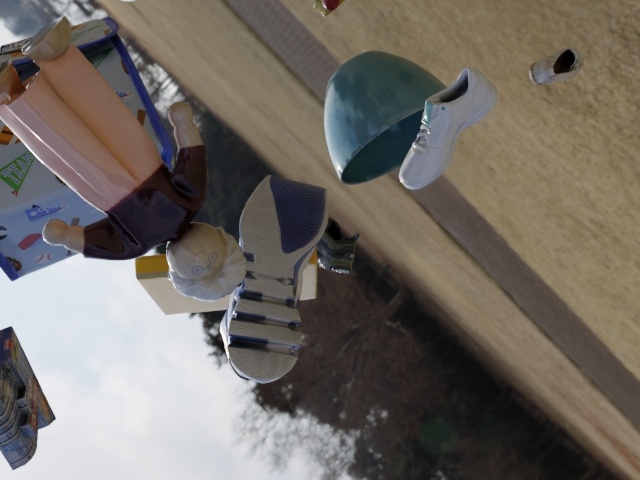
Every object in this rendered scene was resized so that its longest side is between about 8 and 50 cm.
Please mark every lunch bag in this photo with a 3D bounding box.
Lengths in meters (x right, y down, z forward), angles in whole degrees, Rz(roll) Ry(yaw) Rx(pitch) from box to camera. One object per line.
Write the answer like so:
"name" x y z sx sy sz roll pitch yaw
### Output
"lunch bag" -0.435 -0.188 1.223 0.239 0.327 0.386 92 154 -59

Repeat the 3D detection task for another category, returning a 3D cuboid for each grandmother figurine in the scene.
"grandmother figurine" -0.206 -0.056 0.809 0.342 0.207 0.104 49 -169 -30

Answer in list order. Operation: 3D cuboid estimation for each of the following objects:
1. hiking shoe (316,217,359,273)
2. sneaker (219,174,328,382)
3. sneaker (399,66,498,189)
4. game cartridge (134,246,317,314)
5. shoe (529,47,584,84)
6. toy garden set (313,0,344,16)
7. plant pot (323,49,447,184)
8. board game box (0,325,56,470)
"hiking shoe" 0.000 0.000 1.789 0.226 0.114 0.086 21 180 38
"sneaker" -0.088 0.070 1.128 0.127 0.316 0.182 16 155 -11
"sneaker" 0.184 -0.182 1.195 0.094 0.212 0.080 28 -168 -47
"game cartridge" -0.167 0.074 1.450 0.285 0.323 0.053 93 169 -71
"shoe" 0.575 -0.413 1.786 0.058 0.219 0.077 -15 99 50
"toy garden set" 0.040 -0.482 1.268 0.204 0.244 0.049 50 174 37
"plant pot" 0.119 -0.277 1.574 0.195 0.290 0.290 59 -178 13
"board game box" -0.511 0.280 1.277 0.194 0.060 0.194 -123 14 -56
